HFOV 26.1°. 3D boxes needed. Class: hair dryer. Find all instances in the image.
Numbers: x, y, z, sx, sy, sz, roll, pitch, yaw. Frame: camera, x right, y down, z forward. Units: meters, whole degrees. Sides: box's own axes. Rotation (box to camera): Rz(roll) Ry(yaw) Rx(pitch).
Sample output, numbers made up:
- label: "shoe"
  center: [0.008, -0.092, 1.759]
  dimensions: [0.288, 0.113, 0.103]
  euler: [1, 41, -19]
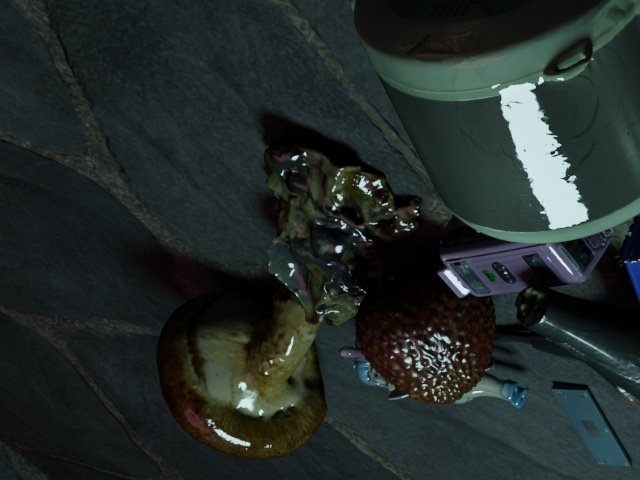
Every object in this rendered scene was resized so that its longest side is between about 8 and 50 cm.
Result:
- label: "hair dryer"
  center: [0.289, 0.122, 1.691]
  dimensions: [0.303, 0.120, 0.359]
  euler: [19, 171, -27]

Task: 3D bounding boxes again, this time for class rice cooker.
- label: "rice cooker"
  center: [0.185, -0.170, 1.212]
  dimensions: [0.288, 0.288, 0.277]
  euler: [5, 140, 39]

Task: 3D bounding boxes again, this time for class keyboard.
- label: "keyboard"
  center: [0.379, 0.259, 1.919]
  dimensions: [0.055, 0.014, 0.176]
  euler: [1, 138, 41]

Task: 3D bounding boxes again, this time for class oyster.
- label: "oyster"
  center: [-0.004, 0.005, 1.833]
  dimensions: [0.221, 0.096, 0.361]
  euler: [34, 148, 11]

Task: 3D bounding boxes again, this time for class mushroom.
- label: "mushroom"
  center: [-0.119, 0.187, 2.054]
  dimensions: [0.267, 0.267, 0.254]
  euler: [21, 148, 20]

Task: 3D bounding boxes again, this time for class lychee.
- label: "lychee"
  center: [0.136, 0.109, 1.750]
  dimensions: [0.194, 0.194, 0.194]
  euler: [24, 149, 15]

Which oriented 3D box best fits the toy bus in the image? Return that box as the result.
- label: "toy bus"
  center: [0.230, 0.004, 1.589]
  dimensions: [0.096, 0.108, 0.199]
  euler: [47, 147, -23]

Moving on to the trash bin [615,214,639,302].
- label: "trash bin"
  center: [0.429, 0.062, 1.444]
  dimensions: [0.184, 0.162, 0.234]
  euler: [-9, 126, 39]

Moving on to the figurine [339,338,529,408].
- label: "figurine"
  center: [0.171, 0.179, 1.936]
  dimensions: [0.260, 0.103, 0.205]
  euler: [12, 180, 29]
